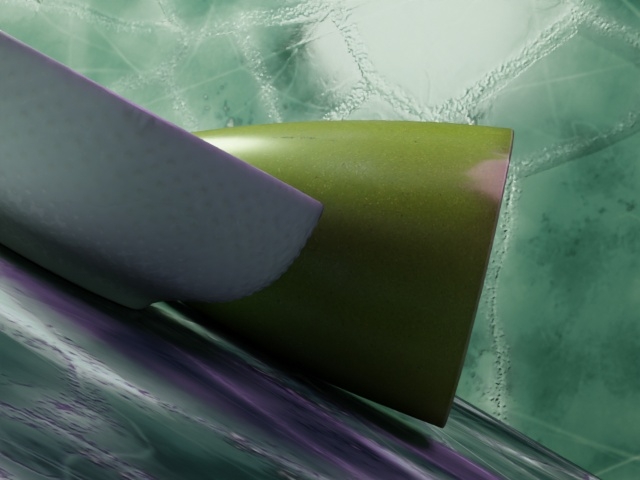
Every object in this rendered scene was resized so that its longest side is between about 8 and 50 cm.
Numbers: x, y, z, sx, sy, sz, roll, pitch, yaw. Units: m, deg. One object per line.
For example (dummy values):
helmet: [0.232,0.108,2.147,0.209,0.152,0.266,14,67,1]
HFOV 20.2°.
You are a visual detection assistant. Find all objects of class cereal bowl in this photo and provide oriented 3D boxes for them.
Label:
cereal bowl: [-0.174,-0.046,1.371,0.339,0.141,0.339,29,0,0]

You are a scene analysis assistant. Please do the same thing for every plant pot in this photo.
plant pot: [0.000,0.000,1.616,0.293,0.275,0.275,14,0,3]
